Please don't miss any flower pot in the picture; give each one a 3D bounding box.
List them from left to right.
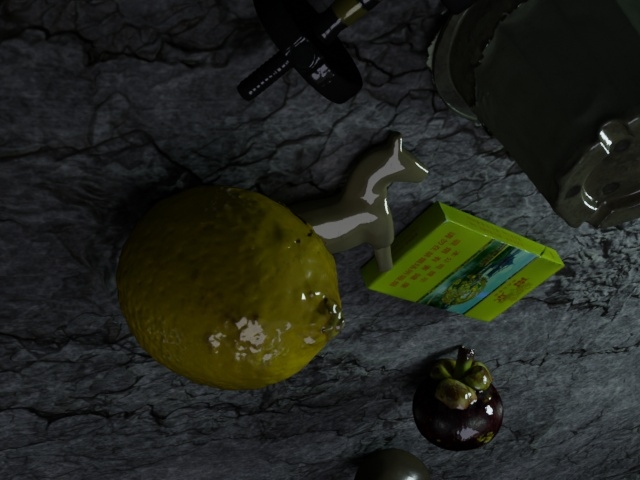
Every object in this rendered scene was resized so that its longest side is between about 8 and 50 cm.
[{"bbox_3d":[0.289,-0.165,0.838,0.290,0.259,0.290,-12,144,-9],"label":"flower pot"}]

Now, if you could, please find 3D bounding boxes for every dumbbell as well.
[{"bbox_3d":[0.043,-0.240,0.731,0.325,0.143,0.143,-35,141,20],"label":"dumbbell"}]

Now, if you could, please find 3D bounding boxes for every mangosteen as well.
[{"bbox_3d":[0.283,0.322,1.549,0.192,0.192,0.217,-7,103,-16],"label":"mangosteen"}]

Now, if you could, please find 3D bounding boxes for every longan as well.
[{"bbox_3d":[0.174,0.605,1.838,0.212,0.198,0.198,26,124,-39],"label":"longan"}]

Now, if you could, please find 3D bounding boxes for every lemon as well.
[{"bbox_3d":[-0.111,0.060,0.931,0.253,0.310,0.253,-38,137,-45],"label":"lemon"}]

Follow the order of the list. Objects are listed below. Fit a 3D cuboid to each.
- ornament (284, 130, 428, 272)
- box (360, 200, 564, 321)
[{"bbox_3d":[0.045,-0.029,1.058,0.230,0.061,0.245,-14,129,-3],"label":"ornament"},{"bbox_3d":[0.247,0.047,1.270,0.335,0.047,0.187,17,130,-40],"label":"box"}]
